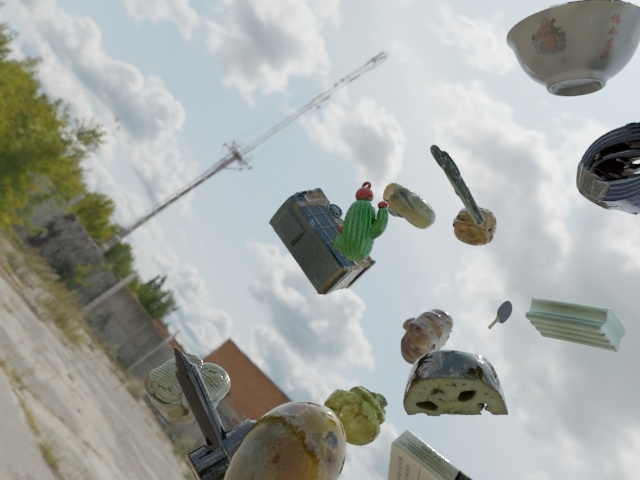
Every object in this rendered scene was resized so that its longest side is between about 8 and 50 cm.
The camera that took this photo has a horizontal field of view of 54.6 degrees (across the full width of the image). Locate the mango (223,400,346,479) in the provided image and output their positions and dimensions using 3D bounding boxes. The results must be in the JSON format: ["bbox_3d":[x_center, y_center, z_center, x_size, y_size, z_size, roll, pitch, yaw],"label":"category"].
[{"bbox_3d":[-0.084,0.387,0.983,0.146,0.316,0.192,38,13,-26],"label":"mango"}]

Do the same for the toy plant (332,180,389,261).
[{"bbox_3d":[0.126,-0.053,1.779,0.155,0.240,0.088,23,-9,46],"label":"toy plant"}]

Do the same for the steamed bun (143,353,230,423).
[{"bbox_3d":[-0.391,0.446,1.809,0.211,0.218,0.144,29,-56,14],"label":"steamed bun"}]

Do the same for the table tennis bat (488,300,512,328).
[{"bbox_3d":[0.734,0.308,2.529,0.013,0.156,0.087,20,-41,49],"label":"table tennis bat"}]

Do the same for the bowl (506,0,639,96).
[{"bbox_3d":[0.657,-0.468,1.598,0.345,0.346,0.157,165,-72,-69],"label":"bowl"}]

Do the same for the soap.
[{"bbox_3d":[0.837,0.272,2.047,0.265,0.087,0.160,6,-28,51],"label":"soap"}]

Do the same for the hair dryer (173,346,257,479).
[{"bbox_3d":[-0.253,0.397,1.456,0.107,0.189,0.352,6,-62,62],"label":"hair dryer"}]

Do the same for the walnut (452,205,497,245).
[{"bbox_3d":[0.593,-0.058,2.405,0.184,0.155,0.155,18,-39,58],"label":"walnut"}]

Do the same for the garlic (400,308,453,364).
[{"bbox_3d":[0.384,0.354,2.330,0.161,0.245,0.245,34,-25,25],"label":"garlic"}]

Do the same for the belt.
[{"bbox_3d":[0.798,-0.179,1.547,0.117,0.212,0.347,17,-4,-16],"label":"belt"}]

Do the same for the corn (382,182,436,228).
[{"bbox_3d":[0.385,-0.147,2.694,0.305,0.122,0.123,29,-15,-37],"label":"corn"}]

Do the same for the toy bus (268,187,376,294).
[{"bbox_3d":[0.000,0.000,1.979,0.323,0.194,0.162,54,-53,16],"label":"toy bus"}]

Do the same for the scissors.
[{"bbox_3d":[0.401,-0.152,1.778,0.289,0.041,0.138,55,0,-26],"label":"scissors"}]

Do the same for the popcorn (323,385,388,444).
[{"bbox_3d":[0.104,0.562,1.986,0.204,0.183,0.221,33,-31,-9],"label":"popcorn"}]

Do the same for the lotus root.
[{"bbox_3d":[0.309,0.331,1.429,0.119,0.235,0.138,-77,167,-57],"label":"lotus root"}]

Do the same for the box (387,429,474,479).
[{"bbox_3d":[0.284,0.601,1.512,0.259,0.071,0.168,31,-45,35],"label":"box"}]
